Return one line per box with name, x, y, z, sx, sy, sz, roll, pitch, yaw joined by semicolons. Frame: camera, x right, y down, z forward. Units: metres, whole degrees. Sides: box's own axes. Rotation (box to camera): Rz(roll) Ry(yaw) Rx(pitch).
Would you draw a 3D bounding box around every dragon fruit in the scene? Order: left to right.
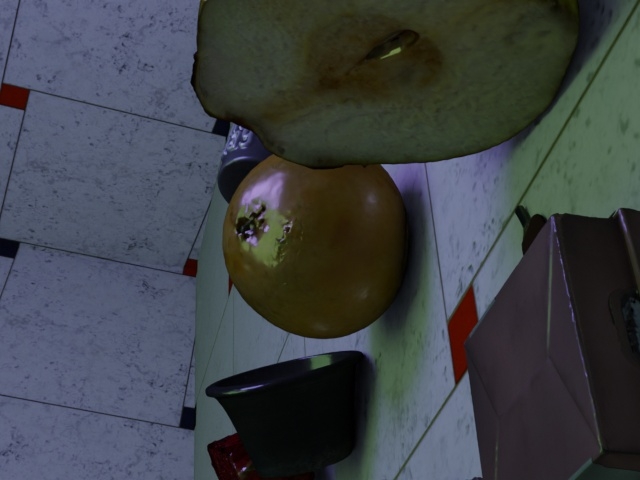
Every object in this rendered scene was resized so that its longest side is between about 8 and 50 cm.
dragon fruit;-0.068;0.401;1.786;0.317;0.152;0.205;154;95;-74

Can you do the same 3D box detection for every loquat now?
loquat;0.000;0.000;1.459;0.263;0.263;0.263;-173;90;-78

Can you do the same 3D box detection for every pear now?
pear;0.062;-0.236;1.060;0.387;0.340;0.191;-17;51;41

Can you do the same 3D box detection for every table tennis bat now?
table tennis bat;0.201;-0.007;1.046;0.083;0.007;0.050;-104;23;-53

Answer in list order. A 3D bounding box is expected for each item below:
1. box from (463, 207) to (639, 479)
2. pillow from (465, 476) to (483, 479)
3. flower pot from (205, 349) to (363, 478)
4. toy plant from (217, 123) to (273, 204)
box;0.192;0.119;0.837;0.215;0.086;0.215;112;160;-52
pillow;0.146;0.328;0.939;0.135;0.049;0.248;108;158;-81
flower pot;-0.037;0.255;1.587;0.235;0.235;0.148;163;94;-77
toy plant;-0.054;-0.227;1.937;0.279;0.185;0.400;96;-171;-48
